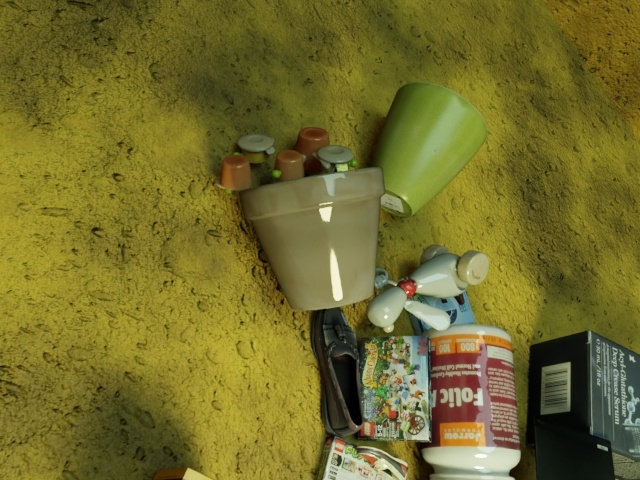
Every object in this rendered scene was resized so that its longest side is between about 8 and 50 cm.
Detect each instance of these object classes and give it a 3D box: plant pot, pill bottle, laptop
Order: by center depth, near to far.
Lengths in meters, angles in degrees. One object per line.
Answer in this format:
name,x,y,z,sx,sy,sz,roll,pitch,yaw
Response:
plant pot,0.000,0.000,1.355,0.323,0.323,0.280,-11,93,-34
laptop,0.549,0.581,1.417,0.234,0.264,0.136,21,17,-15
pill bottle,0.344,0.410,1.420,0.224,0.224,0.392,15,63,-26
plant pot,0.255,-0.216,1.621,0.275,0.275,0.293,36,72,-15

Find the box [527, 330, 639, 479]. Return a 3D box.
box,0.790,0.465,1.678,0.396,0.212,0.293,24,59,-22

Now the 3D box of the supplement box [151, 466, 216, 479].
supplement box,-0.244,0.510,1.041,0.129,0.191,0.194,33,57,-16

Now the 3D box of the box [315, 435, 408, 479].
box,0.093,0.520,1.338,0.207,0.036,0.114,29,58,-18

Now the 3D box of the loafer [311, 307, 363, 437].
loafer,0.052,0.283,1.373,0.109,0.095,0.302,5,68,-30

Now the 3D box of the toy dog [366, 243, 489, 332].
toy dog,0.257,0.136,1.478,0.334,0.220,0.161,-21,112,-10

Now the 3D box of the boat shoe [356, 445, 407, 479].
boat shoe,0.133,0.485,1.326,0.137,0.049,0.043,32,59,-22

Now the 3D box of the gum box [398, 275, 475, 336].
gum box,0.310,0.161,1.613,0.184,0.041,0.157,-8,75,-34

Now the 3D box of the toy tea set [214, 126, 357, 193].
toy tea set,-0.092,-0.172,1.462,0.336,0.124,0.200,-9,37,-17

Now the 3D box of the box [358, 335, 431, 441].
box,0.170,0.337,1.392,0.044,0.159,0.233,52,37,-60
